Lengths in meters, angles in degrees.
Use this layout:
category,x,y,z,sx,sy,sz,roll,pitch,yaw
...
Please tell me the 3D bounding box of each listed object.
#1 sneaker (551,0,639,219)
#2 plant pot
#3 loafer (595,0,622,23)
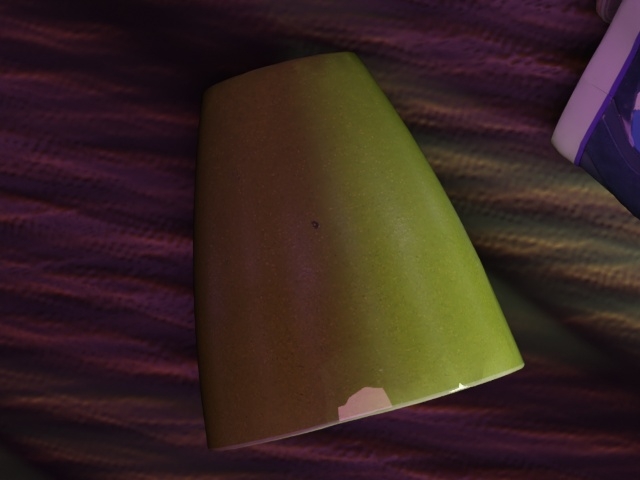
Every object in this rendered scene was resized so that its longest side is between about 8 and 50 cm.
category,x,y,z,sx,sy,sz,roll,pitch,yaw
sneaker,0.354,-0.133,1.598,0.236,0.130,0.323,34,126,10
plant pot,0.000,0.000,1.637,0.274,0.275,0.294,-16,88,4
loafer,0.269,-0.248,1.671,0.045,0.039,0.125,13,110,-37
